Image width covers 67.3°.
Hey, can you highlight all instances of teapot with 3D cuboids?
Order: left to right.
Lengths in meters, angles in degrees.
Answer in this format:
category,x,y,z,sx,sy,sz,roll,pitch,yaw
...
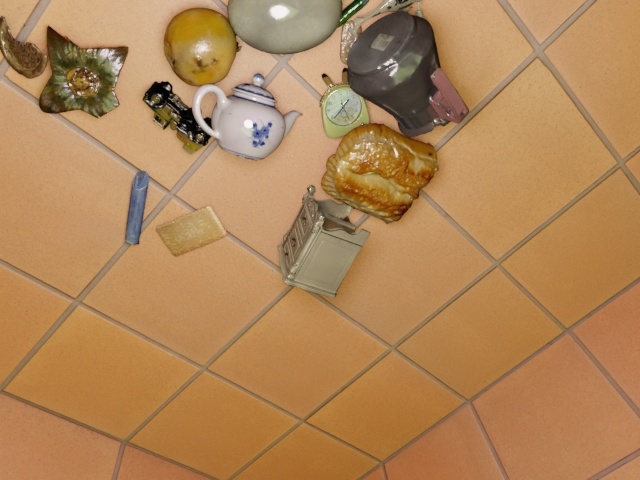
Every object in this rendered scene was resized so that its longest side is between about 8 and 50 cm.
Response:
category,x,y,z,sx,sy,sz,roll,pitch,yaw
teapot,-0.239,-0.426,1.635,0.424,0.252,0.279,3,108,-43
teapot,0.304,-0.515,1.566,0.305,0.376,0.362,-51,131,3

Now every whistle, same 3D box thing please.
category,x,y,z,sx,sy,sz,roll,pitch,yaw
whistle,-0.710,-0.123,1.858,0.062,0.062,0.304,12,118,-14

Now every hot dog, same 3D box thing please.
category,x,y,z,sx,sy,sz,roll,pitch,yaw
hot dog,0.198,-0.259,1.818,0.366,0.196,0.367,14,126,-29

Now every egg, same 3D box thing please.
category,x,y,z,sx,sy,sz,roll,pitch,yaw
egg,-0.107,-0.709,1.474,0.353,0.258,0.258,-2,121,-7

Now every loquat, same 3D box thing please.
category,x,y,z,sx,sy,sz,roll,pitch,yaw
loquat,-0.371,-0.612,1.523,0.244,0.243,0.243,-3,121,-6

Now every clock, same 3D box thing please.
category,x,y,z,sx,sy,sz,roll,pitch,yaw
clock,0.078,-0.496,1.737,0.170,0.069,0.231,-14,121,1

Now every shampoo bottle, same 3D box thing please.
category,x,y,z,sx,sy,sz,roll,pitch,yaw
shampoo bottle,0.339,-0.711,1.634,0.056,0.056,0.195,-15,130,2

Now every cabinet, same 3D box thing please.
category,x,y,z,sx,sy,sz,roll,pitch,yaw
cabinet,0.000,0.000,1.897,0.228,0.290,0.317,19,115,-19

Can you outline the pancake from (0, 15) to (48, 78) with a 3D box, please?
category,x,y,z,sx,sy,sz,roll,pitch,yaw
pancake,-0.943,-0.606,1.518,0.191,0.020,0.184,9,118,16

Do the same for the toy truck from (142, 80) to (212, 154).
category,x,y,z,sx,sy,sz,roll,pitch,yaw
toy truck,-0.500,-0.428,1.673,0.127,0.127,0.257,-31,120,28

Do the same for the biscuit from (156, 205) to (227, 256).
category,x,y,z,sx,sy,sz,roll,pitch,yaw
biscuit,-0.522,-0.038,1.953,0.250,0.030,0.160,-23,122,6

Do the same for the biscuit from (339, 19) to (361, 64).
category,x,y,z,sx,sy,sz,roll,pitch,yaw
biscuit,0.104,-0.680,1.658,0.071,0.018,0.147,1,122,-5

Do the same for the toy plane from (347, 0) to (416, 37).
category,x,y,z,sx,sy,sz,roll,pitch,yaw
toy plane,0.221,-0.771,1.579,0.287,0.092,0.108,-28,149,1

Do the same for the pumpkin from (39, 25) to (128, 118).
category,x,y,z,sx,sy,sz,roll,pitch,yaw
pumpkin,-0.786,-0.527,1.585,0.259,0.095,0.290,14,115,-11

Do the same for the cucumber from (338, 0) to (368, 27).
category,x,y,z,sx,sy,sz,roll,pitch,yaw
cucumber,0.102,-0.764,1.595,0.168,0.039,0.039,-36,119,16
